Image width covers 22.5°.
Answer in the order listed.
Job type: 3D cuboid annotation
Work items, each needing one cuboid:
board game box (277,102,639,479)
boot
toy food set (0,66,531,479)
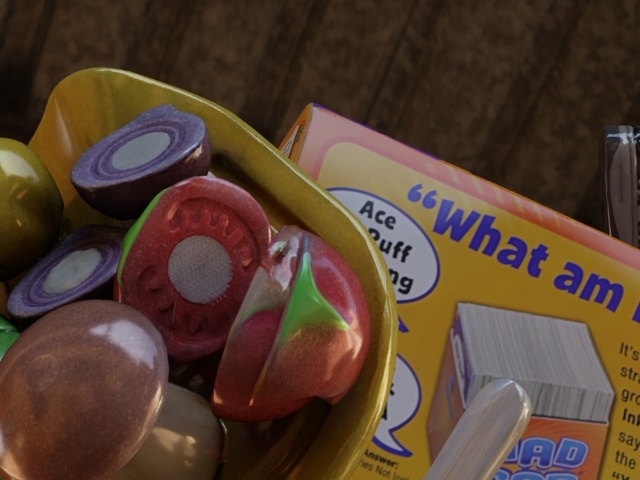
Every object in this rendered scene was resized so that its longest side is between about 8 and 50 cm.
[{"bbox_3d":[0.051,0.220,0.825,0.356,0.356,0.356,24,-31,-8],"label":"board game box"},{"bbox_3d":[0.301,0.019,1.179,0.178,0.085,0.236,-8,-72,7],"label":"boot"},{"bbox_3d":[-0.053,0.020,0.426,0.128,0.218,0.071,-48,-42,-3],"label":"toy food set"}]
